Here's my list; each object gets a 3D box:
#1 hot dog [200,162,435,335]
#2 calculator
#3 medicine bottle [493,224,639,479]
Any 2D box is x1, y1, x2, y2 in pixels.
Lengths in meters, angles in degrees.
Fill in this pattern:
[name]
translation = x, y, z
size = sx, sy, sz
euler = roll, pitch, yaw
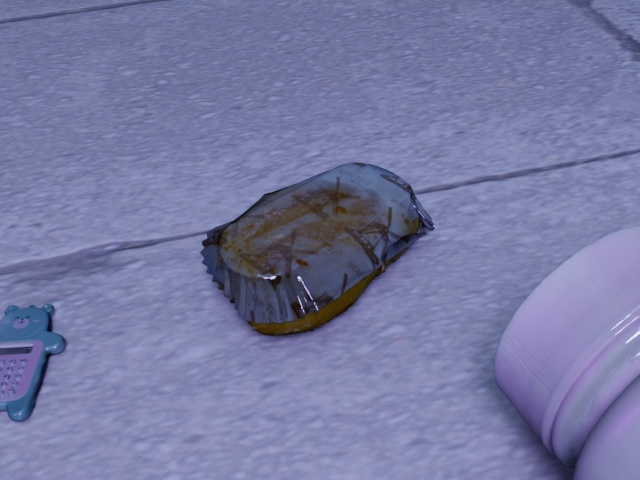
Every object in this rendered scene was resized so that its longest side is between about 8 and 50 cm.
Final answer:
[hot dog]
translation = 0.000, 0.000, 0.791
size = 0.163, 0.082, 0.270
euler = 33, 46, 27
[calculator]
translation = -0.292, 0.113, 0.724
size = 0.094, 0.019, 0.141
euler = -4, 41, 3
[medicine bottle]
translation = 0.293, 0.171, 0.473
size = 0.214, 0.213, 0.378
euler = -19, 43, -18
